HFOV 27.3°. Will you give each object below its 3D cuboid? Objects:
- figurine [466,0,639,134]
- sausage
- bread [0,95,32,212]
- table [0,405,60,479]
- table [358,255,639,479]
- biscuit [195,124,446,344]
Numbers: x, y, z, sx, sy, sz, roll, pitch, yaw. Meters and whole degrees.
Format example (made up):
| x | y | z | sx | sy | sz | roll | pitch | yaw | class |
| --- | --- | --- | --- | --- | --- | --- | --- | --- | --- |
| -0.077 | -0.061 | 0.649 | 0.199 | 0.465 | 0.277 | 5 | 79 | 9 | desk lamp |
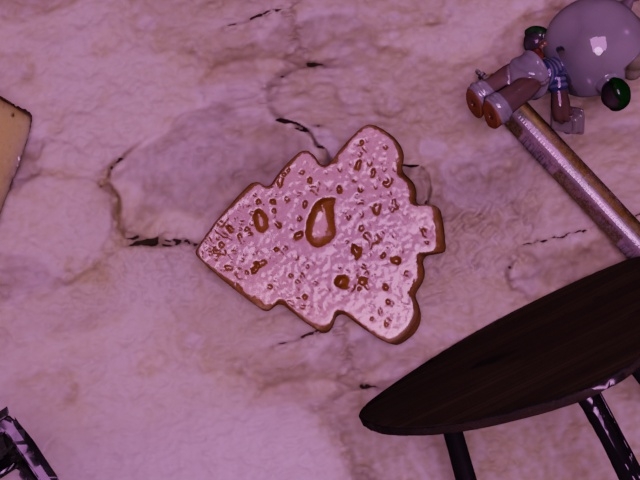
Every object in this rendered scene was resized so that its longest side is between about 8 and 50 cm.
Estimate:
| x | y | z | sx | sy | sz | roll | pitch | yaw | class |
| --- | --- | --- | --- | --- | --- | --- | --- | --- | --- |
| 0.231 | -0.161 | 1.241 | 0.197 | 0.093 | 0.147 | -36 | 46 | -8 | figurine |
| 0.240 | -0.066 | 1.268 | 0.033 | 0.033 | 0.269 | -41 | 83 | -4 | sausage |
| -0.378 | -0.051 | 1.211 | 0.135 | 0.178 | 0.240 | 19 | 81 | 5 | bread |
| -0.324 | 0.358 | 1.094 | 0.335 | 0.222 | 0.272 | -34 | 82 | -19 | table |
| 0.237 | 0.201 | 1.127 | 0.317 | 0.317 | 0.249 | -27 | 97 | -2 | table |
| 0.000 | 0.000 | 1.263 | 0.238 | 0.041 | 0.212 | -5 | 88 | 1 | biscuit |
